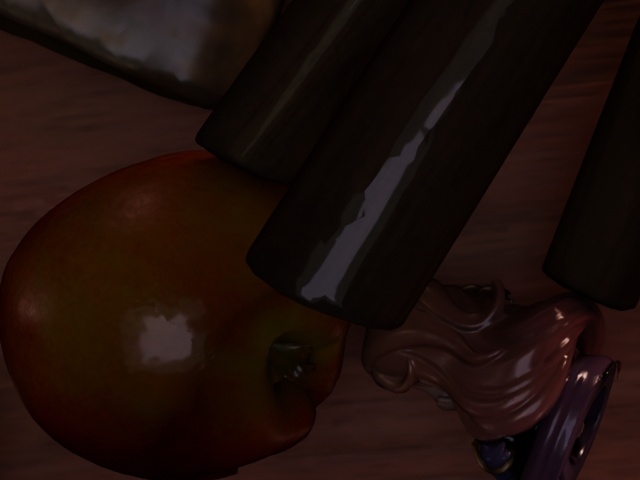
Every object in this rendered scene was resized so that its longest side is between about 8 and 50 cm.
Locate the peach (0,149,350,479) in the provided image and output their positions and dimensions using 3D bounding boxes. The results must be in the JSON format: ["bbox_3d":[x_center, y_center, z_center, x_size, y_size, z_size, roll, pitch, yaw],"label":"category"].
[{"bbox_3d":[-0.086,0.042,0.608,0.197,0.197,0.197,0,92,6],"label":"peach"}]

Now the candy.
[{"bbox_3d":[-0.136,-0.157,0.641,0.234,0.102,0.104,23,93,2],"label":"candy"}]

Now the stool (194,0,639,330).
[{"bbox_3d":[0.120,-0.072,0.458,0.310,0.310,0.226,19,101,-17],"label":"stool"}]

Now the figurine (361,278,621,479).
[{"bbox_3d":[0.098,0.067,0.621,0.157,0.114,0.126,41,50,11],"label":"figurine"}]
